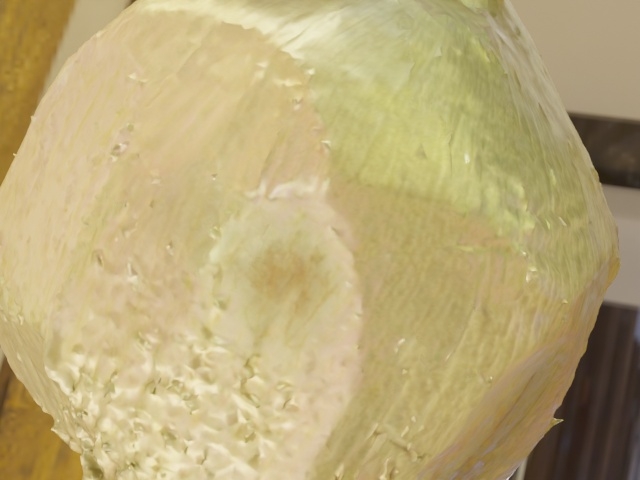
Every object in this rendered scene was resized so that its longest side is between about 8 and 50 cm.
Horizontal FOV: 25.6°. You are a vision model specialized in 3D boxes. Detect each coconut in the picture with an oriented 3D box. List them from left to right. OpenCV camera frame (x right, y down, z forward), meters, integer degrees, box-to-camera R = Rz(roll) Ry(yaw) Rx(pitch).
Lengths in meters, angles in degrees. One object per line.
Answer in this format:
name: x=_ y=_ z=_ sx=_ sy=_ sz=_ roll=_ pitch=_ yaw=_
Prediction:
coconut: x=-0.001 y=-0.002 z=0.426 sx=0.194 sy=0.194 sz=0.194 roll=9 pitch=-90 yaw=-69
